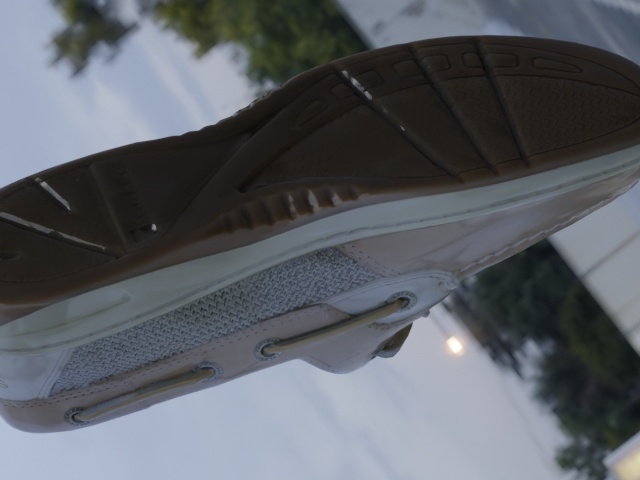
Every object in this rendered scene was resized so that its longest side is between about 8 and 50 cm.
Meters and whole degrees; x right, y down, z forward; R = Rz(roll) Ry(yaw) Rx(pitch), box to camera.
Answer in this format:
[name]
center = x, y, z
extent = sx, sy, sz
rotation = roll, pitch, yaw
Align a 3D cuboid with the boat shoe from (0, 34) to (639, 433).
[boat shoe]
center = 0.000, 0.000, 0.734
extent = 0.109, 0.302, 0.098
rotation = -117, 11, -50
